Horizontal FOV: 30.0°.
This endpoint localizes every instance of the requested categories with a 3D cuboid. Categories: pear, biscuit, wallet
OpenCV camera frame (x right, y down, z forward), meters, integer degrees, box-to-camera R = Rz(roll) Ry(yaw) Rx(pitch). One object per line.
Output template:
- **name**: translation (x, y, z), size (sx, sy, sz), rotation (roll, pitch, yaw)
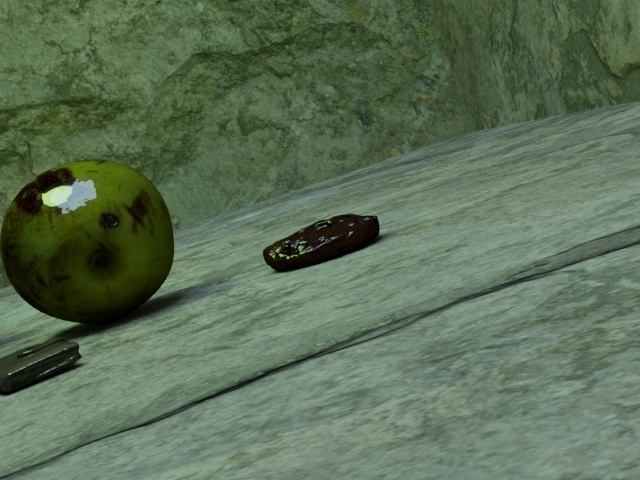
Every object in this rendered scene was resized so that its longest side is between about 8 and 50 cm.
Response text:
- **pear**: translation (-0.366, 0.004, 1.876), size (0.283, 0.283, 0.283), rotation (-18, 6, 2)
- **biscuit**: translation (0.000, 0.000, 1.840), size (0.192, 0.049, 0.192), rotation (-21, 7, 3)
- **wallet**: translation (-0.376, 0.158, 1.524), size (0.118, 0.039, 0.152), rotation (-24, 7, -33)
